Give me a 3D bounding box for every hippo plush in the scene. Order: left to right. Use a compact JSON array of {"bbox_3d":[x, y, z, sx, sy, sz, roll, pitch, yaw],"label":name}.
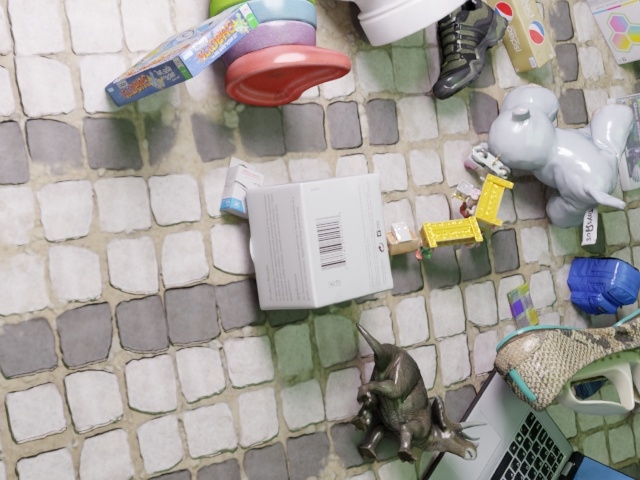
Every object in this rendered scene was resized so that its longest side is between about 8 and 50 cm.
[{"bbox_3d":[0.398,-0.143,1.905,0.237,0.234,0.294,24,51,-2],"label":"hippo plush"}]

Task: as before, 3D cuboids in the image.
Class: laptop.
[{"bbox_3d":[0.400,0.469,1.788,0.408,0.236,0.382,53,57,-22],"label":"laptop"}]

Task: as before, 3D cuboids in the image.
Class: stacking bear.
[{"bbox_3d":[-0.085,-0.361,1.549,0.164,0.175,0.289,-1,77,-46],"label":"stacking bear"}]

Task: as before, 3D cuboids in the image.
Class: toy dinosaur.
[{"bbox_3d":[0.119,0.247,1.687,0.313,0.121,0.160,56,44,-14],"label":"toy dinosaur"}]

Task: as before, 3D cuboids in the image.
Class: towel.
[{"bbox_3d":[0.368,0.124,1.941,0.060,0.009,0.083,-24,100,-37],"label":"towel"},{"bbox_3d":[0.521,0.245,2.038,0.119,0.029,0.067,-34,106,-35],"label":"towel"}]

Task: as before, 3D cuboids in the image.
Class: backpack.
[{"bbox_3d":[0.538,0.087,2.008,0.098,0.120,0.101,27,69,-34],"label":"backpack"}]

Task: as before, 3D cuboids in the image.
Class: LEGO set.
[{"bbox_3d":[0.224,-0.027,1.811,0.132,0.107,0.287,41,61,12],"label":"LEGO set"}]

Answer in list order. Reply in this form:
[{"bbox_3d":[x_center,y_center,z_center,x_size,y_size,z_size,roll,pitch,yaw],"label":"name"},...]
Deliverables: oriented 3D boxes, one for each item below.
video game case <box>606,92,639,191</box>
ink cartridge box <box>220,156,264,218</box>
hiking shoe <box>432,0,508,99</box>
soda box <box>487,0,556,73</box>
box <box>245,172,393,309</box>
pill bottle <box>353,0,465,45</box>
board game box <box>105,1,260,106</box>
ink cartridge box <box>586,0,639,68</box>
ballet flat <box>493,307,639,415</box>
[{"bbox_3d":[0.661,-0.207,2.198,0.173,0.022,0.190,-14,94,-39],"label":"video game case"},{"bbox_3d":[-0.113,-0.079,1.569,0.048,0.028,0.083,21,72,-36],"label":"ink cartridge box"},{"bbox_3d":[0.232,-0.337,1.847,0.114,0.086,0.227,42,55,-12],"label":"hiking shoe"},{"bbox_3d":[0.363,-0.403,1.959,0.061,0.058,0.181,-34,107,-35],"label":"soda box"},{"bbox_3d":[0.000,0.000,1.574,0.182,0.119,0.181,-11,96,-48],"label":"box"},{"bbox_3d":[0.063,-0.516,1.626,0.229,0.229,0.407,-40,109,-34],"label":"pill bottle"},{"bbox_3d":[-0.185,-0.244,1.419,0.136,0.201,0.035,-47,113,-32],"label":"board game box"},{"bbox_3d":[0.631,-0.416,2.140,0.062,0.109,0.209,-45,113,-32],"label":"ink cartridge box"},{"bbox_3d":[0.510,0.221,1.895,0.483,0.164,0.182,-7,57,-38],"label":"ballet flat"}]
